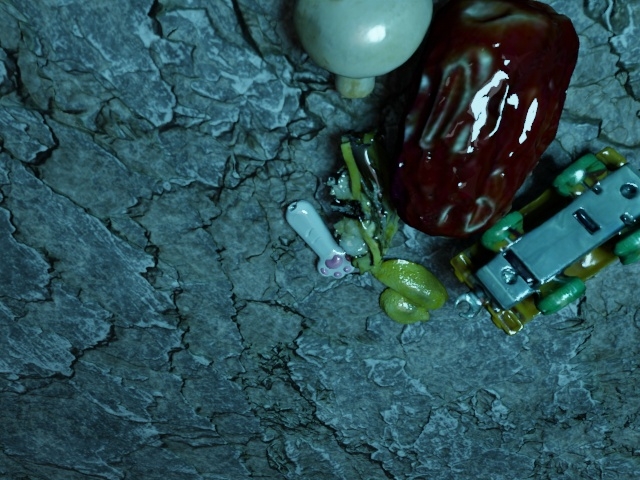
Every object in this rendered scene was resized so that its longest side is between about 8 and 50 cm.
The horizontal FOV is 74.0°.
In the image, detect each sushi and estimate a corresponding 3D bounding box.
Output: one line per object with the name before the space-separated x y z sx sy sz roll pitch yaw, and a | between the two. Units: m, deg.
sushi | 0.091 -0.074 0.815 0.131 0.139 0.290 0 119 25

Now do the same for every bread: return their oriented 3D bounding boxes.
bread | 0.188 0.125 0.943 0.188 0.065 0.149 38 118 -19

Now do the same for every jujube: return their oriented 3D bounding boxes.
jujube | 0.237 -0.184 0.653 0.259 0.258 0.375 7 109 -2

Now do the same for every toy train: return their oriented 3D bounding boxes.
toy train | 0.423 0.010 0.778 0.430 0.249 0.178 -37 74 4

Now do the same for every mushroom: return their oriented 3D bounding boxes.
mushroom | 0.071 -0.321 0.641 0.207 0.206 0.209 -27 133 16

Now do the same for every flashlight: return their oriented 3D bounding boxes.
flashlight | 0.000 0.000 0.888 0.093 0.047 0.200 -30 114 17
